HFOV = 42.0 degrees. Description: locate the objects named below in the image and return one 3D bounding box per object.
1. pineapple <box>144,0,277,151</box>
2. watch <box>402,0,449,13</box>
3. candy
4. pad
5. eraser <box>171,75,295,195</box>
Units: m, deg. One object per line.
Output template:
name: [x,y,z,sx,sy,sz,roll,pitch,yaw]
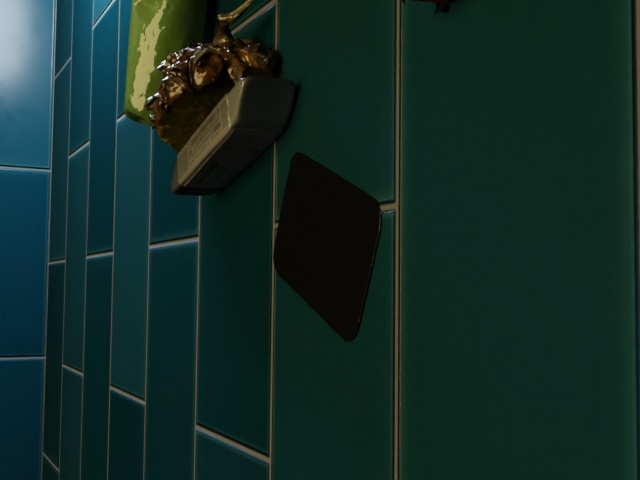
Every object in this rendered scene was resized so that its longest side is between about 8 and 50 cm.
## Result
pineapple: [-0.188,-0.254,1.290,0.334,0.161,0.159,148,122,-61]
watch: [0.099,-0.312,0.814,0.268,0.102,0.165,120,142,-55]
candy: [-0.274,-0.371,1.495,0.142,0.131,0.344,-146,61,-69]
pad: [0.000,0.000,1.062,0.267,0.004,0.181,41,124,58]
eraser: [-0.141,-0.146,1.259,0.352,0.089,0.061,-31,64,58]
